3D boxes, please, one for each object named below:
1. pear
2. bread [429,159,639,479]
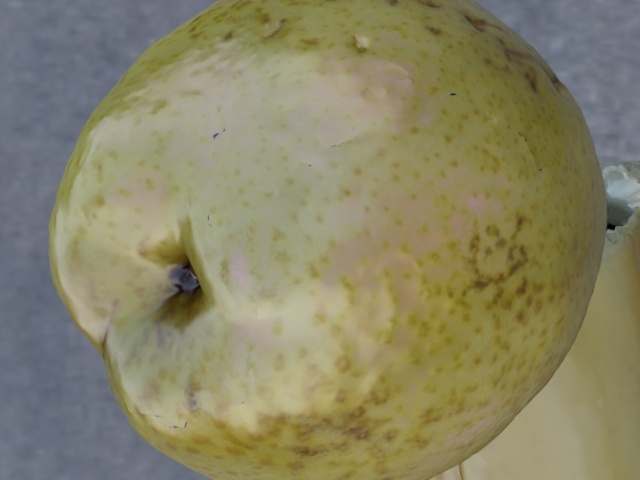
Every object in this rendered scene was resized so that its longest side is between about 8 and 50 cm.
[{"bbox_3d":[0.000,0.000,0.616,0.178,0.178,0.178,3,94,46],"label":"pear"},{"bbox_3d":[0.175,0.150,1.313,0.250,0.361,0.394,-10,92,39],"label":"bread"}]
